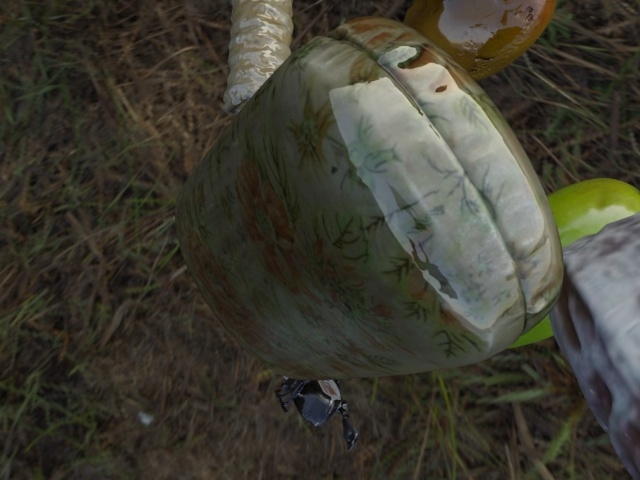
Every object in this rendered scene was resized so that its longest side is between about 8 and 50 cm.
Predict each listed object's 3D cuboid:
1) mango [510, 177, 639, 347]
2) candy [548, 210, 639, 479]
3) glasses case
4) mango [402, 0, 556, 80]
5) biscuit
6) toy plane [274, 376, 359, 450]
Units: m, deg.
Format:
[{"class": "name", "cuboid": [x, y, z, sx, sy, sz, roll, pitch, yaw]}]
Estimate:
[{"class": "mango", "cuboid": [0.281, 0.045, 1.464, 0.343, 0.192, 0.156, -44, 69, 40]}, {"class": "candy", "cuboid": [0.279, 0.106, 0.847, 0.157, 0.289, 0.214, -27, 141, 4]}, {"class": "glasses case", "cuboid": [0.000, 0.000, 0.636, 0.098, 0.425, 0.156, -34, 92, -17]}, {"class": "mango", "cuboid": [0.201, -0.300, 1.511, 0.249, 0.151, 0.156, -28, 65, 45]}, {"class": "biscuit", "cuboid": [-0.052, -0.210, 0.990, 0.061, 0.055, 0.219, -11, 65, 25]}, {"class": "toy plane", "cuboid": [-0.007, 0.166, 1.282, 0.078, 0.197, 0.053, 32, 98, -17]}]
